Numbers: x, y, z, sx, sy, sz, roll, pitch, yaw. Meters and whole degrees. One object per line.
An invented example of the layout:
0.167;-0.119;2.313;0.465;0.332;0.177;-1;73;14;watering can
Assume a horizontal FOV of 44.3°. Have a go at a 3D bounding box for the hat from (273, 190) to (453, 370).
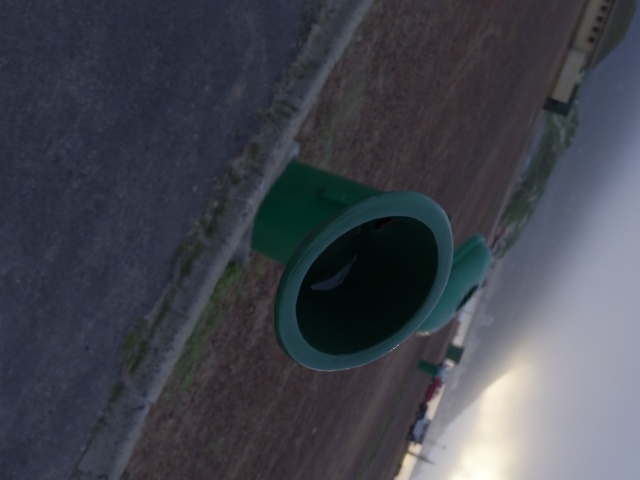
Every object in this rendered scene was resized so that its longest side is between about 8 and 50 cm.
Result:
0.000;0.000;0.711;0.173;0.183;0.208;-23;134;-18;hat
